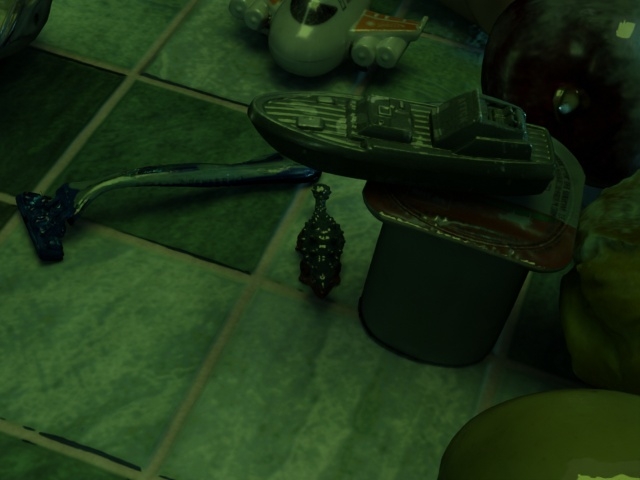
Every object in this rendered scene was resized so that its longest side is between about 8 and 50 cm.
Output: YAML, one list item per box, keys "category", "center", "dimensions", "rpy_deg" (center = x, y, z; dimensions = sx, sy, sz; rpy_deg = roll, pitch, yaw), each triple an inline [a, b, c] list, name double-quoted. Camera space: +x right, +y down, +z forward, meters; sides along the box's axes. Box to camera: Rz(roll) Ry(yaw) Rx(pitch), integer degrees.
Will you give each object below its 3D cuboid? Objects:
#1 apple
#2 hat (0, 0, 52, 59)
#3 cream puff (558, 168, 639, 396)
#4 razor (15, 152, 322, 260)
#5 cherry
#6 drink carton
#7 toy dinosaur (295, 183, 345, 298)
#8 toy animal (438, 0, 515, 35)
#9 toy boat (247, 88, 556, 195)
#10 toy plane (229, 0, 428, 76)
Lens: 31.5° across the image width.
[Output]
- category: "apple"
  center: [0.188, 0.230, 0.789]
  dimensions: [0.262, 0.262, 0.262]
  rpy_deg: [5, 44, -5]
- category: "hat"
  center: [-0.404, -0.243, 1.260]
  dimensions: [0.232, 0.161, 0.275]
  rpy_deg: [10, 66, 17]
- category: "cream puff"
  center: [0.395, 0.078, 0.996]
  dimensions: [0.378, 0.275, 0.378]
  rpy_deg: [-10, 20, 4]
- category: "razor"
  center: [-0.143, -0.058, 1.172]
  dimensions: [0.324, 0.056, 0.093]
  rpy_deg: [-13, 46, -22]
- category: "cherry"
  center: [0.310, -0.182, 1.255]
  dimensions: [0.255, 0.218, 0.296]
  rpy_deg: [26, 42, 23]
- category: "drink carton"
  center: [0.131, 0.003, 1.055]
  dimensions: [0.186, 0.189, 0.191]
  rpy_deg: [14, 44, 6]
- category: "toy dinosaur"
  center: [0.000, 0.000, 1.136]
  dimensions: [0.049, 0.055, 0.154]
  rpy_deg: [1, 47, -3]
- category: "toy animal"
  center: [0.231, -0.362, 1.427]
  dimensions: [0.195, 0.213, 0.256]
  rpy_deg: [-33, 54, -17]
- category: "toy boat"
  center: [0.069, -0.091, 0.942]
  dimensions: [0.261, 0.085, 0.078]
  rpy_deg: [8, 44, -7]
- category: "toy plane"
  center: [0.011, -0.290, 1.390]
  dimensions: [0.245, 0.117, 0.244]
  rpy_deg: [6, 44, -6]
